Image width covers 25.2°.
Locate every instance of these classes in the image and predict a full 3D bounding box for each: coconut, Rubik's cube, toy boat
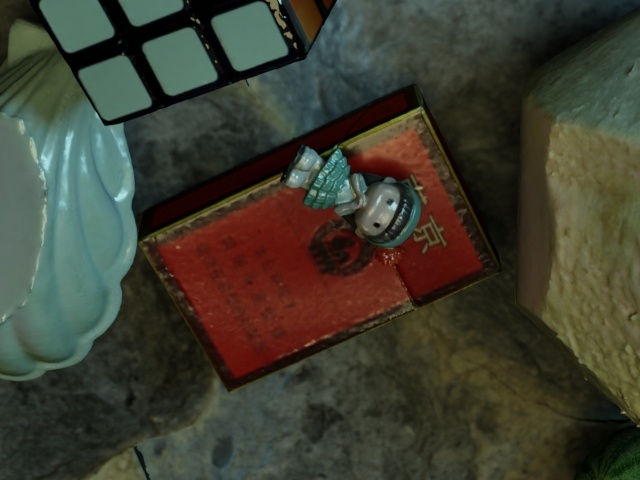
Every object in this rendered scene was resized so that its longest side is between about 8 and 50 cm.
[{"bbox_3d":[0.282,-0.036,0.989,0.298,0.297,0.309,-3,118,-2],"label":"coconut"},{"bbox_3d":[-0.092,-0.195,0.942,0.162,0.160,0.163,-19,116,24],"label":"Rubik's cube"},{"bbox_3d":[-0.236,-0.014,1.052,0.199,0.100,0.290,25,108,5],"label":"toy boat"}]

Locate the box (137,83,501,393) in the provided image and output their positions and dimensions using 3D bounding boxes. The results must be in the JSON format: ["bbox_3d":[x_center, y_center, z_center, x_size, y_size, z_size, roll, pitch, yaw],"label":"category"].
[{"bbox_3d":[0.000,0.000,1.105,0.240,0.074,0.153,-25,108,8],"label":"box"}]

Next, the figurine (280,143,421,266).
[{"bbox_3d":[0.022,-0.028,1.032,0.106,0.047,0.060,28,93,-9],"label":"figurine"}]

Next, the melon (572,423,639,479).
[{"bbox_3d":[0.336,0.255,1.182,0.288,0.182,0.182,29,110,-14],"label":"melon"}]
